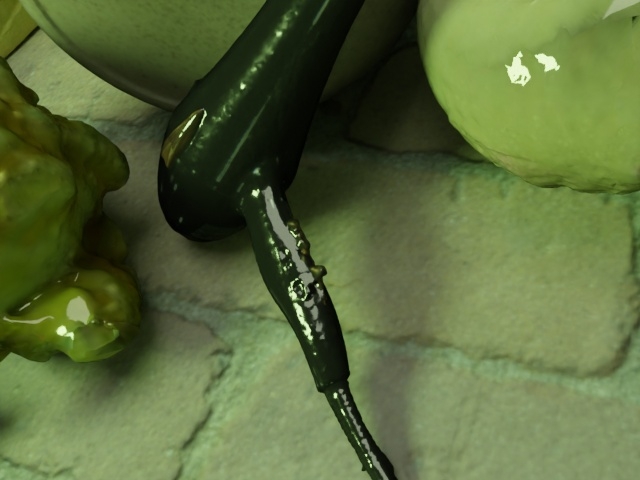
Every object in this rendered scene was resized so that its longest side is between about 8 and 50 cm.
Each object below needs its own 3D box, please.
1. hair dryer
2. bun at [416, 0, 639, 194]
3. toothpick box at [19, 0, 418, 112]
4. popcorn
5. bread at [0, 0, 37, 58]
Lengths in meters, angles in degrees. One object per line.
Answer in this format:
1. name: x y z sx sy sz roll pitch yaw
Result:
1. hair dryer: 0.000 0.000 0.506 0.120 0.304 0.359 -8 65 -39
2. bun: 0.259 -0.164 0.515 0.361 0.213 0.361 -18 35 13
3. toothpick box: -0.074 -0.362 0.648 0.409 0.409 0.425 1 57 21
4. popcorn: -0.309 -0.033 0.587 0.336 0.279 0.274 14 41 42
5. bread: -0.465 -0.358 0.950 0.168 0.163 0.264 20 64 30
